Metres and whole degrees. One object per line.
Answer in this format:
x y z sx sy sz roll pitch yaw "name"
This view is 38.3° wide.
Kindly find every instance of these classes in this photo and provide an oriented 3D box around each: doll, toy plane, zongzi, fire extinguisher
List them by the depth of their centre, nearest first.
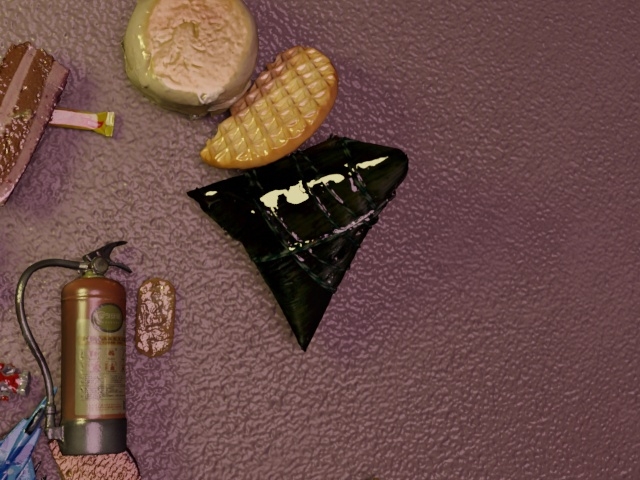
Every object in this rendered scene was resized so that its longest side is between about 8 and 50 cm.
-0.580 0.227 1.566 0.180 0.079 0.094 21 50 -25 "doll"
-0.522 0.357 1.573 0.169 0.078 0.246 33 70 -13 "toy plane"
-0.410 0.175 1.573 0.200 0.113 0.376 16 69 -56 "fire extinguisher"
0.000 0.000 1.705 0.383 0.319 0.362 -24 96 0 "zongzi"

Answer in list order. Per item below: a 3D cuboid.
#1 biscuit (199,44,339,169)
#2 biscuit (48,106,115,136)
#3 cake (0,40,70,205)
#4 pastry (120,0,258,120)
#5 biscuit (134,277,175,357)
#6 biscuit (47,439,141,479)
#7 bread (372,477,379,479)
-0.075 -0.246 1.709 0.309 0.204 0.040 -53 138 -19 "biscuit"
-0.516 -0.227 1.646 0.291 0.026 0.048 6 92 -17 "biscuit"
-0.541 -0.198 1.595 0.116 0.112 0.295 28 77 -23 "cake"
-0.239 -0.354 1.691 0.264 0.133 0.265 1 85 -17 "pastry"
-0.302 0.142 1.691 0.071 0.018 0.147 5 85 -19 "biscuit"
-0.387 0.416 1.637 0.126 0.025 0.206 -31 96 -18 "biscuit"
0.046 0.550 1.708 0.229 0.143 0.140 -19 91 -17 "bread"
